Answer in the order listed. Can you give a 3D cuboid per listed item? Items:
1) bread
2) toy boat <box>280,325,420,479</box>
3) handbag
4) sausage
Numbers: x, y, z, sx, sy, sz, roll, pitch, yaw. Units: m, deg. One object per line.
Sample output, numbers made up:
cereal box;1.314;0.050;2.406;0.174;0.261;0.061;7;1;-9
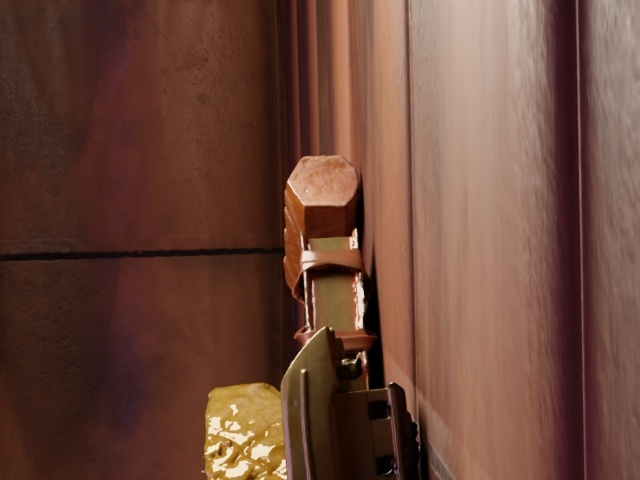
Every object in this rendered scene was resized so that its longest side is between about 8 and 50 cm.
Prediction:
bread;-0.034;0.237;1.556;0.143;0.139;0.229;89;178;-55
toy boat;0.023;0.151;1.039;0.057;0.077;0.200;46;-142;-76
handbag;0.012;0.091;1.382;0.190;0.063;0.127;88;179;-57
sausage;0.000;0.001;1.496;0.169;0.065;0.065;92;176;-54
